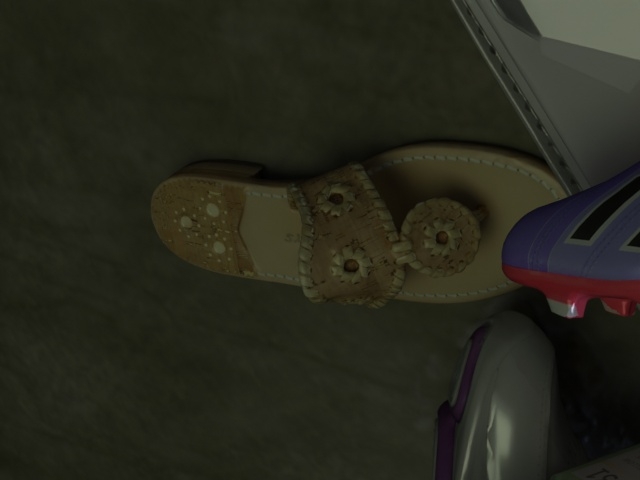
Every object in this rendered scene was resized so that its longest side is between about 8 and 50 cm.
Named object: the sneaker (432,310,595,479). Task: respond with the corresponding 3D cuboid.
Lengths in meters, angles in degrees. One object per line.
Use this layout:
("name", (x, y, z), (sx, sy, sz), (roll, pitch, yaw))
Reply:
("sneaker", (0.139, 0.168, 0.600), (0.152, 0.114, 0.305), (-7, 114, 13))

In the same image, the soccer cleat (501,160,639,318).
("soccer cleat", (0.172, -0.020, 0.378), (0.248, 0.083, 0.095), (-5, 85, 39))

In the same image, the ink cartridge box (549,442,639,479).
("ink cartridge box", (0.128, 0.184, 0.510), (0.056, 0.235, 0.171), (-150, 44, -75))

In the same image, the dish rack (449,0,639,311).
("dish rack", (0.204, -0.084, 0.406), (0.333, 0.072, 0.285), (-26, 101, 39))

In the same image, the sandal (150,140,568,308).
("sandal", (0.001, 0.006, 0.585), (0.240, 0.079, 0.088), (3, 119, 32))
